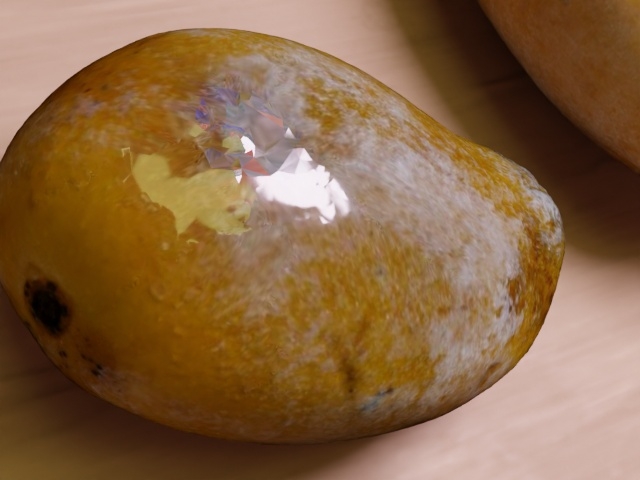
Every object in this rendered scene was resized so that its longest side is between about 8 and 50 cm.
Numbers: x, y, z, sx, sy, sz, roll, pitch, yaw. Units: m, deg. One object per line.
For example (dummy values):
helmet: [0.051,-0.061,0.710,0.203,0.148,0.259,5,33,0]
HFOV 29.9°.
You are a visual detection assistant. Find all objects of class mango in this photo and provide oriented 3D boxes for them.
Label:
mango: [0.000,0.000,0.563,0.316,0.146,0.193,4,62,-40]
mango: [0.194,-0.183,0.726,0.221,0.199,0.384,-16,59,-26]
